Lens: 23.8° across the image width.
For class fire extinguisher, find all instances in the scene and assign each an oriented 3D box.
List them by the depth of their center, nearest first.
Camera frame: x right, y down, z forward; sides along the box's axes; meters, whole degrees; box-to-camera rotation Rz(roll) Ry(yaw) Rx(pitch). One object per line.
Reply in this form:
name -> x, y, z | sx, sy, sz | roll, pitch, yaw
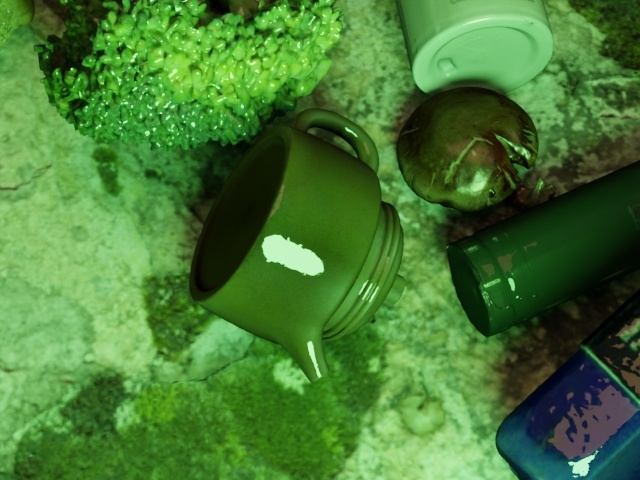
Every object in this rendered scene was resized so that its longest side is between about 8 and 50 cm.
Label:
fire extinguisher -> 0.270, -0.019, 1.421 | 0.311, 0.095, 0.114 | -22, 91, -12

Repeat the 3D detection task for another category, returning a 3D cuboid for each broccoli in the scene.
broccoli -> -0.095, -0.231, 1.435 | 0.249, 0.302, 0.375 | 39, 38, 0

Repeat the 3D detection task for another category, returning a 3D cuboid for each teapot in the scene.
teapot -> 0.000, 0.000, 1.377 | 0.175, 0.185, 0.267 | 28, 58, -22

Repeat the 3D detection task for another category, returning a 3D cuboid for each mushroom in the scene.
mushroom -> 0.154, -0.083, 1.470 | 0.170, 0.080, 0.135 | 32, 76, 19

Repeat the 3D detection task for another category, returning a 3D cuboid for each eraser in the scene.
eraser -> 0.301, 0.098, 1.284 | 0.332, 0.155, 0.101 | -43, 61, -4

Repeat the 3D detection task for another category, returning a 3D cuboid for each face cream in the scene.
face cream -> 0.130, -0.334, 1.569 | 0.145, 0.145, 0.369 | -9, 63, -5

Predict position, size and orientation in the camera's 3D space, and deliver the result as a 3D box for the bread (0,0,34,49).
bread -> -0.413, -0.262, 1.518 | 0.245, 0.174, 0.121 | 15, 82, 9
